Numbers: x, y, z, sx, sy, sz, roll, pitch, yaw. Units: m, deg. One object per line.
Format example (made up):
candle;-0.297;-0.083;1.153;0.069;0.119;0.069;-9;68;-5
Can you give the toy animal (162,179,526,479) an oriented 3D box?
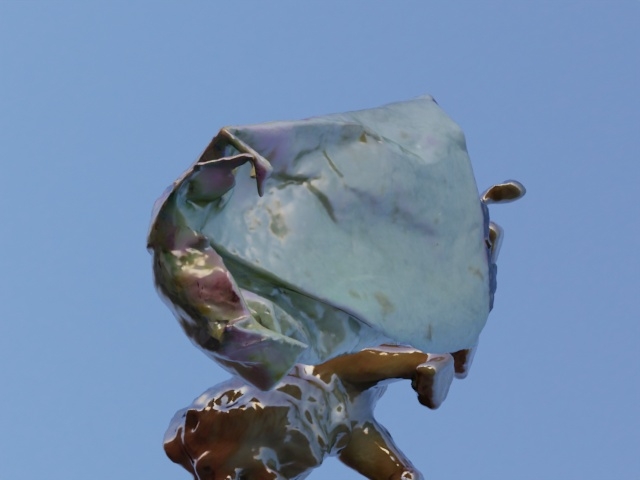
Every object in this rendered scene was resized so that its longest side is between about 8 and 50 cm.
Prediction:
toy animal;0.013;0.067;1.163;0.157;0.312;0.097;15;-48;10

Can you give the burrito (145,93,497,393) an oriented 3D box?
burrito;0.000;0.000;0.957;0.089;0.229;0.144;-17;-95;38
